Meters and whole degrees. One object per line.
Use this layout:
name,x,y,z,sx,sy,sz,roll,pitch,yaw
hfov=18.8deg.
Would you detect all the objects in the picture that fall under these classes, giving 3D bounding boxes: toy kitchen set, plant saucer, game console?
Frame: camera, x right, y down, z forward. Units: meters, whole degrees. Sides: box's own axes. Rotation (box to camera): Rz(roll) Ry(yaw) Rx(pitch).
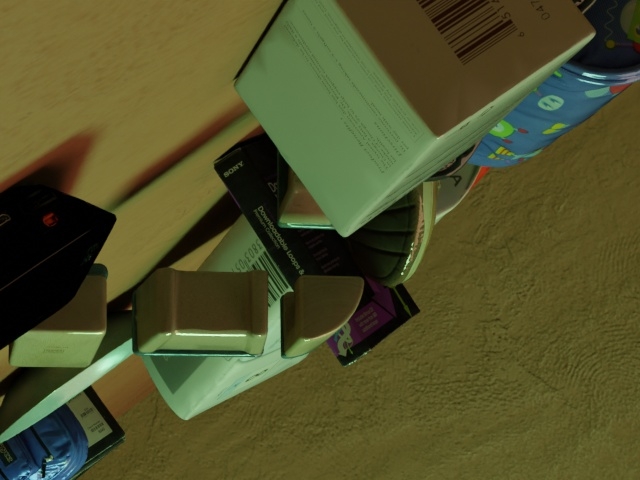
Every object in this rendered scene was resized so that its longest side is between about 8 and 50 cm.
toy kitchen set,-0.087,-0.009,1.209,0.207,0.166,0.122,2,166,-12
plant saucer,-0.219,0.110,1.712,0.195,0.037,0.195,-36,176,-3
game console,-0.262,0.091,0.957,0.361,0.044,0.213,-35,176,-19

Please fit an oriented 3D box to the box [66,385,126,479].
box,-0.426,0.320,2.037,0.395,0.097,0.318,-34,174,-41

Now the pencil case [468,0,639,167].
pencil case,0.148,-0.135,1.324,0.119,0.133,0.306,-59,-177,-13

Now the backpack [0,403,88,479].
backpack,-0.288,0.209,1.868,0.120,0.098,0.101,-36,173,5

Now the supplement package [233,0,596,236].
supplement package,0.042,-0.091,0.980,0.105,0.105,0.179,-35,177,-20

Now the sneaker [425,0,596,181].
sneaker,0.087,-0.141,1.131,0.234,0.084,0.097,-52,-150,25

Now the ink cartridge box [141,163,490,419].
ink cartridge box,0.062,-0.007,1.641,0.385,0.091,0.308,-24,165,-33

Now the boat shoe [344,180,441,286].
boat shoe,0.059,-0.059,1.276,0.072,0.068,0.190,-39,144,-44

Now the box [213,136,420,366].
box,0.000,0.000,1.329,0.029,0.162,0.116,-35,178,23
